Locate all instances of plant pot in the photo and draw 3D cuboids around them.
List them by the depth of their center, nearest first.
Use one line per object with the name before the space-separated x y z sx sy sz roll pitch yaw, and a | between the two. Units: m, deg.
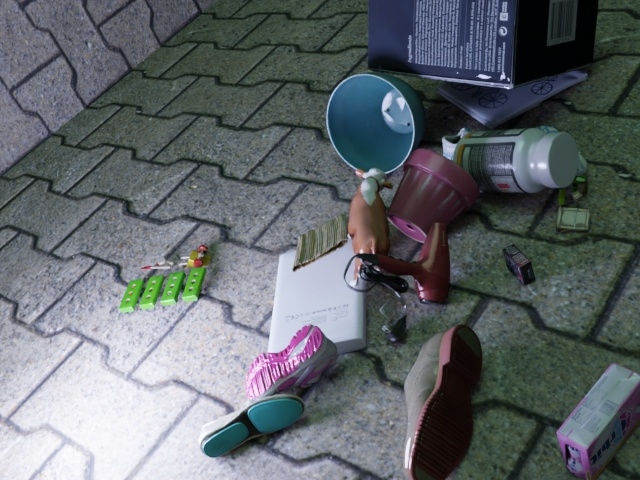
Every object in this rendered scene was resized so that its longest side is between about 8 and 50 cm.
plant pot | 0.268 -0.101 1.892 0.201 0.201 0.180 25 75 45
plant pot | 0.191 -0.356 2.188 0.290 0.290 0.195 7 24 35

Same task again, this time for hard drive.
hard drive | -0.002 0.142 1.857 0.233 0.047 0.353 -13 39 14

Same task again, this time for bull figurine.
bull figurine | 0.117 -0.036 1.833 0.101 0.188 0.310 6 41 1

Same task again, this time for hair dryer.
hair dryer | 0.205 0.066 1.693 0.293 0.223 0.080 -45 22 -27

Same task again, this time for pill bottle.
pill bottle | 0.479 -0.196 1.860 0.278 0.162 0.162 6 46 50

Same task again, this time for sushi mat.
sushi mat | 0.000 0.000 1.908 0.151 0.019 0.316 -28 11 7

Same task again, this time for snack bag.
snack bag | 0.573 -0.475 2.281 0.343 0.037 0.323 -28 38 -9

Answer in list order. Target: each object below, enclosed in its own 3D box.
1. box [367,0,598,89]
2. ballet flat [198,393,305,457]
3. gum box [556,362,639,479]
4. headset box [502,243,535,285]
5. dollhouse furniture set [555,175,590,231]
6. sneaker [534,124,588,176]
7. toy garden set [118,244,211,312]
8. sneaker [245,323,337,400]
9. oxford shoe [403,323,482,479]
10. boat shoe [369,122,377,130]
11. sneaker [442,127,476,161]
box | 0.462 -0.627 2.129 0.472 0.297 0.480 16 28 40
ballet flat | -0.151 0.386 1.630 0.249 0.086 0.086 -24 37 3
gum box | 0.494 0.321 1.318 0.188 0.107 0.062 -42 40 -21
headset box | 0.449 0.057 1.695 0.032 0.062 0.083 -29 37 -4
dollhouse furniture set | 0.608 -0.078 1.800 0.076 0.058 0.151 4 65 22
sneaker | 0.595 -0.226 1.932 0.086 0.085 0.237 -21 36 -2
toy garden set | -0.425 0.115 2.125 0.244 0.049 0.203 -10 41 19
sneaker | -0.061 0.291 1.674 0.252 0.111 0.103 -34 44 25
oxford shoe | 0.222 0.331 1.484 0.130 0.123 0.348 -25 29 47
boat shoe | 0.170 -0.395 2.377 0.068 0.072 0.190 -16 38 11
sneaker | 0.429 -0.278 2.089 0.191 0.083 0.071 -12 38 15
